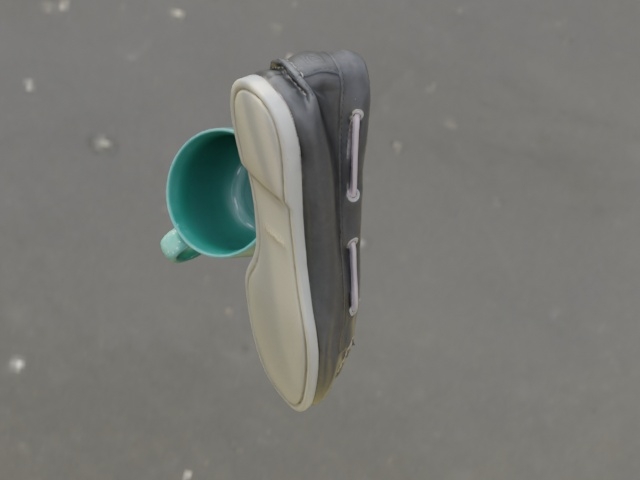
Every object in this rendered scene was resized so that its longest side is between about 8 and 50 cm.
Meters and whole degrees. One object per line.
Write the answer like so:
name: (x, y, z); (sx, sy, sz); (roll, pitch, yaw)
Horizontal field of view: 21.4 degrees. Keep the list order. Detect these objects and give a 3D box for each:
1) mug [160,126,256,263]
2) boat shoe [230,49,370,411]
mug: (-0.085, -0.047, 1.696); (0.158, 0.129, 0.097); (-5, 1, 33)
boat shoe: (0.000, 0.000, 1.325); (0.095, 0.335, 0.112); (-23, 45, -22)
